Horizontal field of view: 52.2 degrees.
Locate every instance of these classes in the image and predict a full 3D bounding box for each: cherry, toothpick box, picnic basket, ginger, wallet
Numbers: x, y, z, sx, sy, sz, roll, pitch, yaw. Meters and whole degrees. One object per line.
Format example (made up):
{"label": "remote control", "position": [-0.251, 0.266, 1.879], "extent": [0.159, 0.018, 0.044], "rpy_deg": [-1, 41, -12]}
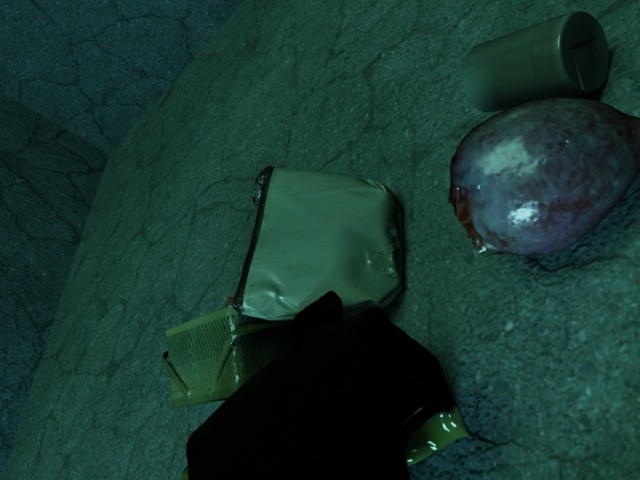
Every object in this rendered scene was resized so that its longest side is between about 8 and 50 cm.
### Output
{"label": "cherry", "position": [0.275, -0.086, 0.790], "extent": [0.249, 0.175, 0.192], "rpy_deg": [-22, 18, 28]}
{"label": "toothpick box", "position": [0.305, -0.252, 0.941], "extent": [0.180, 0.111, 0.111], "rpy_deg": [1, 64, 57]}
{"label": "picnic basket", "position": [-0.145, 0.198, 1.119], "extent": [0.266, 0.165, 0.139], "rpy_deg": [-23, 71, 46]}
{"label": "ginger", "position": [0.024, 0.267, 0.855], "extent": [0.413, 0.211, 0.358], "rpy_deg": [2, 47, 48]}
{"label": "wallet", "position": [-0.002, -0.002, 1.079], "extent": [0.274, 0.068, 0.336], "rpy_deg": [1, 49, 7]}

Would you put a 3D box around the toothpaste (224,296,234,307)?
{"label": "toothpaste", "position": [-0.131, 0.145, 1.302], "extent": [0.193, 0.044, 0.070], "rpy_deg": [7, 68, 57]}
